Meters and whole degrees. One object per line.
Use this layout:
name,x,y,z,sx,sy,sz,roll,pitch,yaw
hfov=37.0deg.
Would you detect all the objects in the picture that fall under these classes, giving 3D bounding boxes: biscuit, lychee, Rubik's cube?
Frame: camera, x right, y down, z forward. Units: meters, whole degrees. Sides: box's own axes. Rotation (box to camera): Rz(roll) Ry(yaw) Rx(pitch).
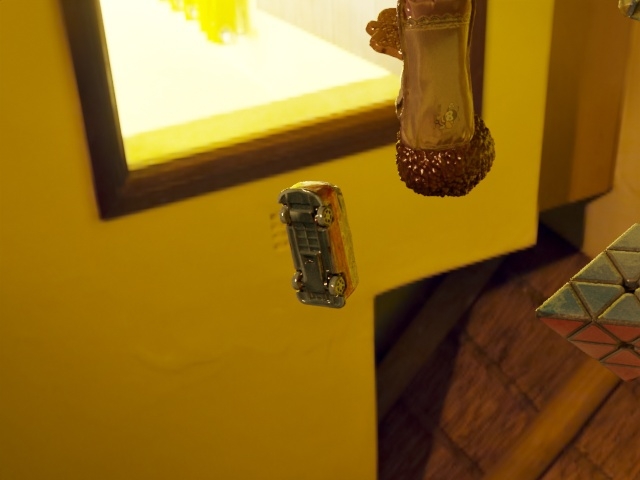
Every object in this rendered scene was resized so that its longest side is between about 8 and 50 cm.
biscuit,0.194,-0.519,2.394,0.165,0.036,0.226,17,-137,-2
lychee,0.291,-0.233,2.293,0.271,0.272,0.271,-2,-149,1
Rubik's cube,0.566,0.133,1.743,0.233,0.229,0.228,50,-160,9

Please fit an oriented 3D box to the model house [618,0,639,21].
model house,0.866,-0.674,2.481,0.189,0.195,0.214,-12,-126,46

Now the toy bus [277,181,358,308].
toy bus,0.000,0.000,1.956,0.121,0.265,0.120,4,-153,34

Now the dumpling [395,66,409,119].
dumpling,0.219,-0.331,2.033,0.092,0.177,0.150,3,168,23

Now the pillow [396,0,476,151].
pillow,0.163,-0.239,1.332,0.130,0.233,0.038,-11,-162,-27
